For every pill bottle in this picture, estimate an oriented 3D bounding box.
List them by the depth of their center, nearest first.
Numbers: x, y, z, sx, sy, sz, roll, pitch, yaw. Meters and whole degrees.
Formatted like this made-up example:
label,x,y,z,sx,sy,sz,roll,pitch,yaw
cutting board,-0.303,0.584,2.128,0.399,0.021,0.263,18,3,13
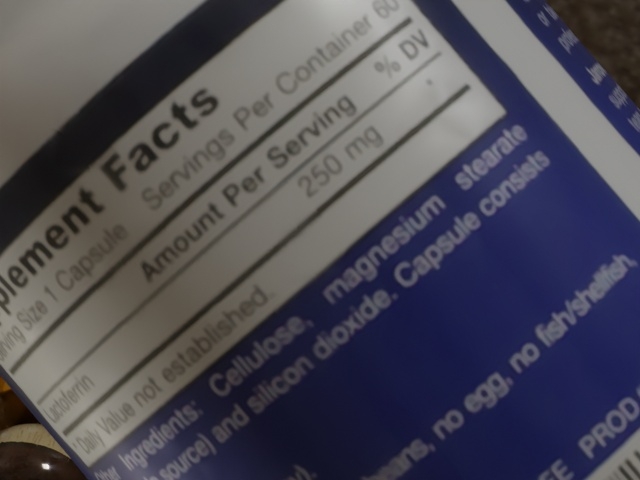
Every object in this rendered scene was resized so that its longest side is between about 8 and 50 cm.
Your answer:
label,x,y,z,sx,sy,sz,roll,pitch,yaw
pill bottle,0.000,0.000,0.389,0.264,0.153,0.153,50,133,1

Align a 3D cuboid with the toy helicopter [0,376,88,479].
label,x,y,z,sx,sy,sz,roll,pitch,yaw
toy helicopter,-0.185,0.097,0.669,0.140,0.355,0.235,-40,50,32
